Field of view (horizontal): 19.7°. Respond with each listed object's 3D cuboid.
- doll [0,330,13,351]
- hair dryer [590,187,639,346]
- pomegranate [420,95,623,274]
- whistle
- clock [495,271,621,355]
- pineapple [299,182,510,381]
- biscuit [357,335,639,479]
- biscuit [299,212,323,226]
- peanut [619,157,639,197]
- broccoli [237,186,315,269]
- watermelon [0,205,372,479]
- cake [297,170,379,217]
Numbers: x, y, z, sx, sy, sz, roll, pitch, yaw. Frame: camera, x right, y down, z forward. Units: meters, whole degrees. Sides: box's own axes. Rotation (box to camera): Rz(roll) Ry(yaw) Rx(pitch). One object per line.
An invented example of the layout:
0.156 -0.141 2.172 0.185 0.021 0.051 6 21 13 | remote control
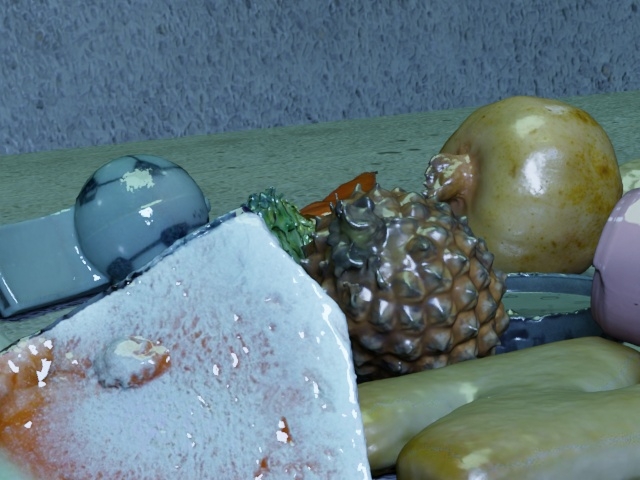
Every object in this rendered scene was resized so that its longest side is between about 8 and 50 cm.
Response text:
-0.303 0.116 1.406 0.155 0.113 0.275 5 3 1 | doll
0.363 0.049 1.474 0.210 0.125 0.352 18 4 25 | hair dryer
0.209 -0.050 1.884 0.207 0.207 0.207 -4 9 1 | pomegranate
-0.218 -0.012 1.983 0.163 0.163 0.290 3 13 37 | whistle
0.173 0.068 1.678 0.215 0.042 0.215 -3 9 1 | clock
0.057 0.029 1.416 0.166 0.166 0.193 1 -33 28 | pineapple
0.150 0.125 1.288 0.291 0.062 0.237 -10 11 -27 | biscuit
-0.061 0.032 1.797 0.226 0.042 0.226 -9 29 5 | biscuit
0.418 -0.039 2.052 0.275 0.111 0.125 -8 25 -4 | peanut
-0.023 0.068 1.548 0.194 0.194 0.219 -6 -13 -15 | broccoli
-0.062 0.095 1.085 0.320 0.213 0.289 -2 29 -40 | watermelon
0.037 -0.004 1.999 0.135 0.098 0.287 -9 13 24 | cake
